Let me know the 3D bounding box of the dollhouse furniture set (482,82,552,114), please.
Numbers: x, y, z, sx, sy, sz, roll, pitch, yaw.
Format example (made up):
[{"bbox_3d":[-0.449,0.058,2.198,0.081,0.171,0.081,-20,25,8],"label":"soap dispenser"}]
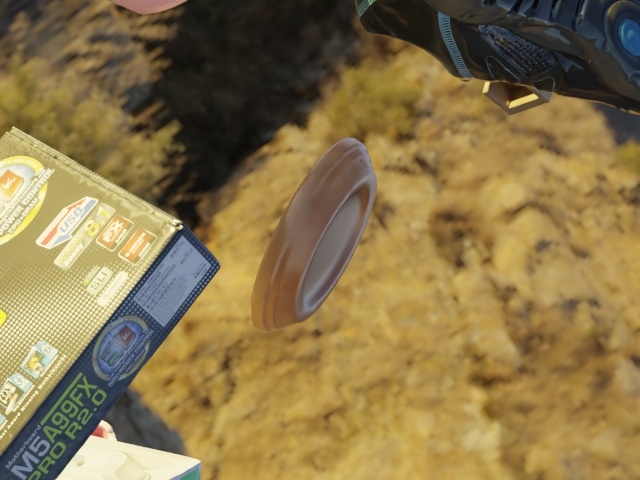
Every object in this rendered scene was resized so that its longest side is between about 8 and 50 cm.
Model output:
[{"bbox_3d":[0.190,-0.319,1.576,0.355,0.303,0.174,35,58,-28],"label":"dollhouse furniture set"}]

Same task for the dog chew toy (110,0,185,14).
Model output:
[{"bbox_3d":[-0.137,-0.365,1.365,0.206,0.332,0.206,23,4,-2],"label":"dog chew toy"}]

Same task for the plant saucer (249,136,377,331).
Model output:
[{"bbox_3d":[0.000,0.000,1.506,0.037,0.200,0.200,28,6,13],"label":"plant saucer"}]

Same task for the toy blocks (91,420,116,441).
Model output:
[{"bbox_3d":[-0.238,0.358,1.831,0.288,0.260,0.309,33,46,8],"label":"toy blocks"}]

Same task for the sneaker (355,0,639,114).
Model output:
[{"bbox_3d":[0.187,-0.189,1.397,0.341,0.139,0.125,21,61,-31],"label":"sneaker"}]

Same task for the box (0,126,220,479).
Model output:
[{"bbox_3d":[-0.230,0.068,1.148,0.216,0.270,0.060,29,-14,40],"label":"box"}]

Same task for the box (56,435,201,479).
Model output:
[{"bbox_3d":[-0.281,0.270,1.515,0.231,0.262,0.127,-17,114,-64],"label":"box"}]
